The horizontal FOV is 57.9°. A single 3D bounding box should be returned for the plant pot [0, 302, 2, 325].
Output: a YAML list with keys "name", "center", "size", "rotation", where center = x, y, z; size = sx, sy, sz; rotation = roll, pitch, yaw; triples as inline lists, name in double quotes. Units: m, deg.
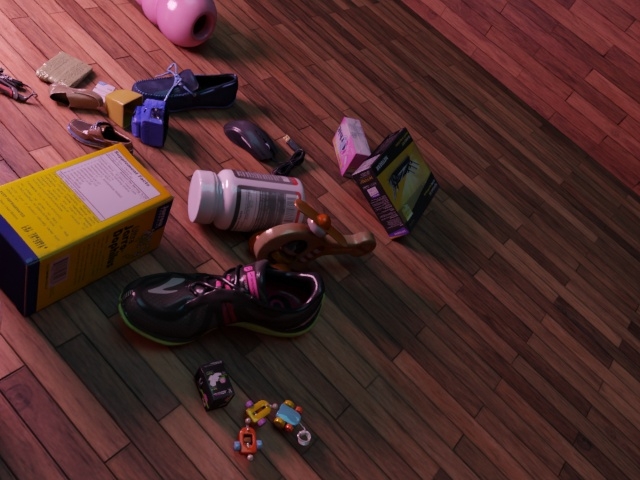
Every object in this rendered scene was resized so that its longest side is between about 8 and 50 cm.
- name: "plant pot"
  center: [-0.667, 0.196, 0.934]
  size: [0.272, 0.265, 0.273]
  rotation: [15, 47, -17]

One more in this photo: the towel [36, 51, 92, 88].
- name: "towel"
  center: [-0.738, -0.488, 1.672]
  size: [0.110, 0.027, 0.148]
  rotation: [26, 43, -8]

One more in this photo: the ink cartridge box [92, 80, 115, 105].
- name: "ink cartridge box"
  center: [-0.631, -0.419, 1.668]
  size: [0.048, 0.028, 0.083]
  rotation: [22, 44, -11]

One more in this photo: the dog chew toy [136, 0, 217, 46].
- name: "dog chew toy"
  center: [-0.510, -0.806, 1.969]
  size: [0.331, 0.207, 0.206]
  rotation: [38, 43, 18]

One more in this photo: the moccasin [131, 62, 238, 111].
- name: "moccasin"
  center: [-0.414, -0.483, 1.783]
  size: [0.341, 0.117, 0.138]
  rotation: [-17, 62, -38]

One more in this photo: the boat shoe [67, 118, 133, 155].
- name: "boat shoe"
  center: [-0.585, -0.286, 1.550]
  size: [0.183, 0.066, 0.066]
  rotation: [24, 44, -9]

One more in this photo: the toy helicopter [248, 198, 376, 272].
- name: "toy helicopter"
  center: [0.000, 0.000, 1.504]
  size: [0.354, 0.235, 0.140]
  rotation: [-1, 53, -30]

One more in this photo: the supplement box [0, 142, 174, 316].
- name: "supplement box"
  center: [-0.533, -0.033, 1.263]
  size: [0.194, 0.195, 0.356]
  rotation: [44, 46, 12]

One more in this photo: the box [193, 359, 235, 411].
- name: "box"
  center: [-0.226, 0.309, 1.228]
  size: [0.052, 0.062, 0.083]
  rotation: [-6, 55, -35]

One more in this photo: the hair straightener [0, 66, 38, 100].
- name: "hair straightener"
  center: [-0.863, -0.443, 1.546]
  size: [0.230, 0.047, 0.089]
  rotation: [24, 45, -9]

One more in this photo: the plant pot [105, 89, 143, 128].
- name: "plant pot"
  center: [-0.564, -0.383, 1.641]
  size: [0.083, 0.082, 0.081]
  rotation: [30, 43, 12]

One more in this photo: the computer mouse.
- name: "computer mouse"
  center: [-0.164, -0.318, 1.820]
  size: [0.262, 0.060, 0.184]
  rotation: [41, 45, 9]

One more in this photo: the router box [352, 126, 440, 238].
- name: "router box"
  center: [0.250, -0.188, 1.851]
  size: [0.243, 0.081, 0.309]
  rotation: [56, 42, -16]

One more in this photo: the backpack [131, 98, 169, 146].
- name: "backpack"
  center: [-0.479, -0.345, 1.640]
  size: [0.101, 0.098, 0.120]
  rotation: [12, 48, -15]

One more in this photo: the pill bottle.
- name: "pill bottle"
  center: [-0.198, -0.103, 1.537]
  size: [0.283, 0.161, 0.161]
  rotation: [5, 50, -26]

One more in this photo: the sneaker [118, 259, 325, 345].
- name: "sneaker"
  center: [-0.207, 0.116, 1.308]
  size: [0.482, 0.202, 0.185]
  rotation: [0, 52, -29]

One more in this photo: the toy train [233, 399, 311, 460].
- name: "toy train"
  center: [-0.110, 0.403, 1.226]
  size: [0.166, 0.046, 0.125]
  rotation: [2, 53, -24]

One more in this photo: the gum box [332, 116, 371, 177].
- name: "gum box"
  center: [0.101, -0.313, 1.929]
  size: [0.062, 0.107, 0.189]
  rotation: [7, 49, -25]

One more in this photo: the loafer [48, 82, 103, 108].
- name: "loafer"
  center: [-0.679, -0.391, 1.602]
  size: [0.147, 0.056, 0.050]
  rotation: [10, 48, -8]
